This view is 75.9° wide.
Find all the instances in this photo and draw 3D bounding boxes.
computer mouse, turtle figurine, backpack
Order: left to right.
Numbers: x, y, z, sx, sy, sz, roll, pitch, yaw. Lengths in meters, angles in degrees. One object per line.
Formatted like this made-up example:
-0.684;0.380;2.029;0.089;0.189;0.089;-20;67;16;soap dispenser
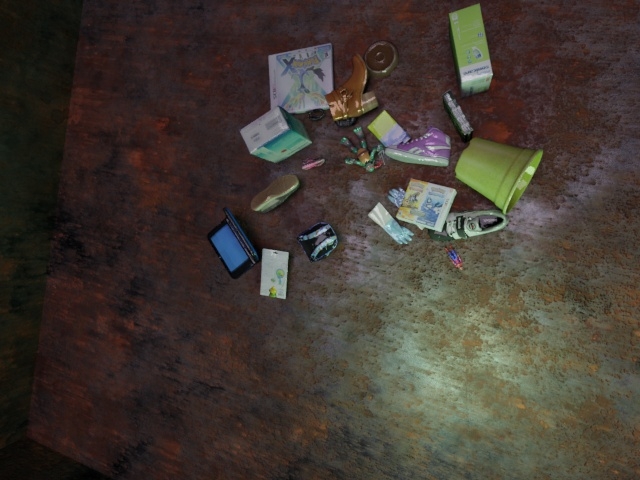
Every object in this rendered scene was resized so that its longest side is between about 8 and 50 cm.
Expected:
0.000;0.000;1.933;0.173;0.117;0.158;-34;81;16;backpack
0.055;-0.583;1.940;0.241;0.041;0.071;13;109;17;computer mouse
0.191;-0.391;1.862;0.175;0.118;0.234;-28;67;2;turtle figurine

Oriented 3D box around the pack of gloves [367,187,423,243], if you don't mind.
0.358;-0.112;1.852;0.232;0.046;0.195;43;104;12;pack of gloves

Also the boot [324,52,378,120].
0.123;-0.691;1.866;0.219;0.109;0.284;-17;86;11;boot

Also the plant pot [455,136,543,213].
0.693;-0.283;1.642;0.253;0.276;0.276;32;101;26;plant pot

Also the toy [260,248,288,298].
-0.224;0.162;2.044;0.136;0.056;0.238;8;99;14;toy

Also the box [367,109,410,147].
0.312;-0.486;1.857;0.109;0.042;0.178;-43;80;15;box

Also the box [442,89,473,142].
0.568;-0.509;1.699;0.045;0.184;0.191;-28;82;15;box

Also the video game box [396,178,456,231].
0.457;-0.156;1.777;0.205;0.048;0.187;20;83;30;video game box

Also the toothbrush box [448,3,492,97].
0.606;-0.759;1.669;0.121;0.206;0.284;-9;88;17;toothbrush box

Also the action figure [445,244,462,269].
0.587;0.077;1.792;0.038;0.030;0.115;-33;84;11;action figure

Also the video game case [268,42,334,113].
-0.093;-0.771;1.986;0.328;0.036;0.301;-2;91;18;video game case

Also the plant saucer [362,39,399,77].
0.272;-0.832;1.869;0.168;0.029;0.169;0;91;18;plant saucer

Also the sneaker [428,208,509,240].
0.613;-0.071;1.719;0.330;0.146;0.123;-14;89;19;sneaker

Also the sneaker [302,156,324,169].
-0.038;-0.383;1.978;0.119;0.047;0.057;-16;75;17;sneaker

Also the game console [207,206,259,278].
-0.454;0.021;2.061;0.173;0.250;0.293;-33;81;-11;game console

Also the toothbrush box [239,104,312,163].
-0.198;-0.478;1.893;0.216;0.295;0.126;-27;84;16;toothbrush box

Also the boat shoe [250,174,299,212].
-0.212;-0.223;2.011;0.285;0.092;0.103;-31;57;19;boat shoe

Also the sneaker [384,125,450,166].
0.425;-0.421;1.789;0.281;0.102;0.161;8;91;0;sneaker
